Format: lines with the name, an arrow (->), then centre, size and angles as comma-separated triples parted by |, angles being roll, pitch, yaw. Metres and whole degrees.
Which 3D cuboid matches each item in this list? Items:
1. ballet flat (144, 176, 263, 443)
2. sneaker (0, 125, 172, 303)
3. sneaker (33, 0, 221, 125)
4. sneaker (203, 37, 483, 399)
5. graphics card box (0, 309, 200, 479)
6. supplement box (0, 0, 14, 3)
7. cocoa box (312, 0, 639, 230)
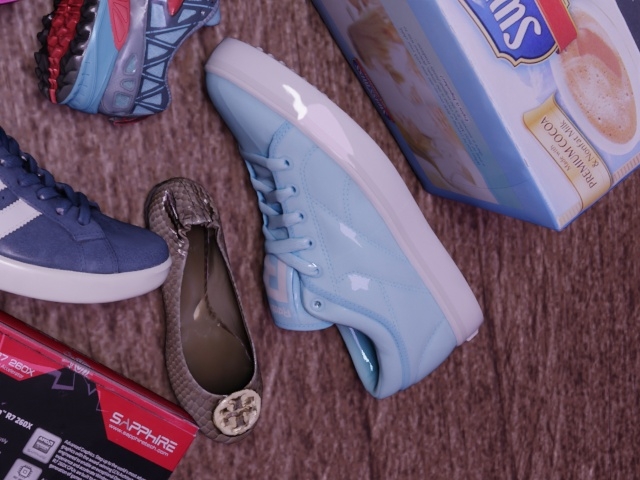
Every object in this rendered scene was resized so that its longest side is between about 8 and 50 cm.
ballet flat -> -0.096, 0.066, 0.888 | 0.084, 0.058, 0.250 | -19, 107, -33
sneaker -> -0.262, -0.060, 0.752 | 0.350, 0.131, 0.148 | 17, 100, -25
sneaker -> -0.132, -0.220, 0.817 | 0.125, 0.104, 0.262 | 19, 96, -43
sneaker -> 0.000, 0.000, 0.881 | 0.150, 0.135, 0.366 | -45, 113, -13
graphics card box -> -0.295, 0.248, 0.820 | 0.233, 0.094, 0.371 | 33, 85, -26
supplement box -> -0.288, -0.267, 0.715 | 0.111, 0.114, 0.220 | -16, 105, -21
cocoa box -> 0.141, -0.220, 0.846 | 0.228, 0.231, 0.347 | -38, 112, -12
